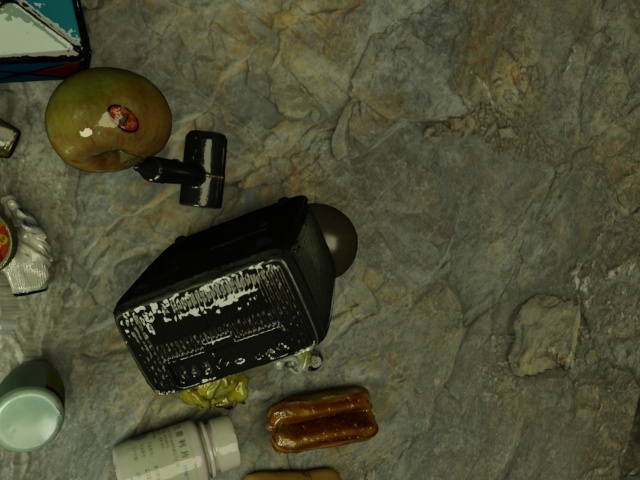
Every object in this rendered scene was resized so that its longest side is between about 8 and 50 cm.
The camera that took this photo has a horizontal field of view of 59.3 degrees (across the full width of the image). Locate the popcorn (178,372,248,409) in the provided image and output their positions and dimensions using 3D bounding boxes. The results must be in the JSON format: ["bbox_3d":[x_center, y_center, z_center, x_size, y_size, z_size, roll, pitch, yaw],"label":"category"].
[{"bbox_3d":[-0.263,0.351,1.423,0.195,0.168,0.173,18,51,-35],"label":"popcorn"}]

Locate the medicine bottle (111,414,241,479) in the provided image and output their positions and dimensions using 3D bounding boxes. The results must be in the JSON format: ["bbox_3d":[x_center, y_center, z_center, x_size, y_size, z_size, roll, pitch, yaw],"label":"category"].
[{"bbox_3d":[-0.354,0.545,1.397,0.293,0.170,0.170,-11,101,-22],"label":"medicine bottle"}]

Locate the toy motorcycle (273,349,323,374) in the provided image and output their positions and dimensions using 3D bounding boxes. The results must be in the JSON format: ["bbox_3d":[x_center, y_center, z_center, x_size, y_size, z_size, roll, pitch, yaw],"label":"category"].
[{"bbox_3d":[-0.077,0.291,1.547,0.151,0.074,0.228,-33,117,-23],"label":"toy motorcycle"}]

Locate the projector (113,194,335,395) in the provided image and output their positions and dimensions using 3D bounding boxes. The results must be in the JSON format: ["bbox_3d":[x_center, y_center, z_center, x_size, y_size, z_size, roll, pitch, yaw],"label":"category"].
[{"bbox_3d":[-0.184,0.098,1.225,0.395,0.405,0.242,-18,107,11],"label":"projector"}]

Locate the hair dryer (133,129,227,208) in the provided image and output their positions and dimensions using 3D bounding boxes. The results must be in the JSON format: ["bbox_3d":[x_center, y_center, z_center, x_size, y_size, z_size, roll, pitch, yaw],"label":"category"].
[{"bbox_3d":[-0.313,-0.171,1.259,0.107,0.352,0.189,7,94,12],"label":"hair dryer"}]

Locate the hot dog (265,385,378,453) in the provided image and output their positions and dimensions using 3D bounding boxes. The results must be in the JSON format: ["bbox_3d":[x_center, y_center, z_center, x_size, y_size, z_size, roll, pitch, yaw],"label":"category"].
[{"bbox_3d":[0.004,0.507,1.584,0.349,0.117,0.158,0,69,-31],"label":"hot dog"}]

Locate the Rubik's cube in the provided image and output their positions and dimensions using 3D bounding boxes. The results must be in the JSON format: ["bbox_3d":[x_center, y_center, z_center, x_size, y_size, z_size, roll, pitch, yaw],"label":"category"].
[{"bbox_3d":[-0.613,-0.457,1.123,0.248,0.246,0.250,-14,101,-24],"label":"Rubik's cube"}]

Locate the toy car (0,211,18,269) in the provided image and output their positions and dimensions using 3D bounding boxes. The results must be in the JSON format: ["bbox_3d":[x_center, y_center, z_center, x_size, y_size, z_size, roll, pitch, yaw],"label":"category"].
[{"bbox_3d":[-0.742,-0.013,1.152,0.235,0.145,0.235,-2,98,-14],"label":"toy car"}]

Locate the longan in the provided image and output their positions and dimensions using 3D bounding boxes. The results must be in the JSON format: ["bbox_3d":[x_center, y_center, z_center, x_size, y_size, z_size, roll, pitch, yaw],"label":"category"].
[{"bbox_3d":[0.000,0.000,1.487,0.198,0.198,0.212,-43,88,-14],"label":"longan"}]

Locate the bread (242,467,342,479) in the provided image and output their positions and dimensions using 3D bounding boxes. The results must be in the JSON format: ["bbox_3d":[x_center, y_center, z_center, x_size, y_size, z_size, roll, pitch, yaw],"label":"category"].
[{"bbox_3d":[-0.078,0.725,1.589,0.305,0.091,0.142,8,87,-25],"label":"bread"}]

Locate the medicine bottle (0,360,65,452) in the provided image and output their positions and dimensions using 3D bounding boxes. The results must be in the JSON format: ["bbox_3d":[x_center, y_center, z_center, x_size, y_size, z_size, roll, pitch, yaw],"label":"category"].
[{"bbox_3d":[-0.630,0.351,1.220,0.139,0.225,0.139,-3,97,-24],"label":"medicine bottle"}]

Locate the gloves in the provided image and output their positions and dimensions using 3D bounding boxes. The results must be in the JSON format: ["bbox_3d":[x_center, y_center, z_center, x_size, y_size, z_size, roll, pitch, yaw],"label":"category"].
[{"bbox_3d":[-0.662,0.012,1.240,0.119,0.097,0.229,-12,106,-26],"label":"gloves"}]

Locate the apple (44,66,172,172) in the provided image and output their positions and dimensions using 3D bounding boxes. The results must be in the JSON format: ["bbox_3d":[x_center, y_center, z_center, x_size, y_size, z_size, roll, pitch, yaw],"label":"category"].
[{"bbox_3d":[-0.459,-0.259,1.222,0.261,0.261,0.194,-8,76,-23],"label":"apple"}]

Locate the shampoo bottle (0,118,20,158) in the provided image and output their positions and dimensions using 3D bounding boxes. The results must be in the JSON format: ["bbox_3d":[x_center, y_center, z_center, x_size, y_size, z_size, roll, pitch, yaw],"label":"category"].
[{"bbox_3d":[-0.809,-0.266,1.147,0.350,0.084,0.125,21,90,-25],"label":"shampoo bottle"}]
